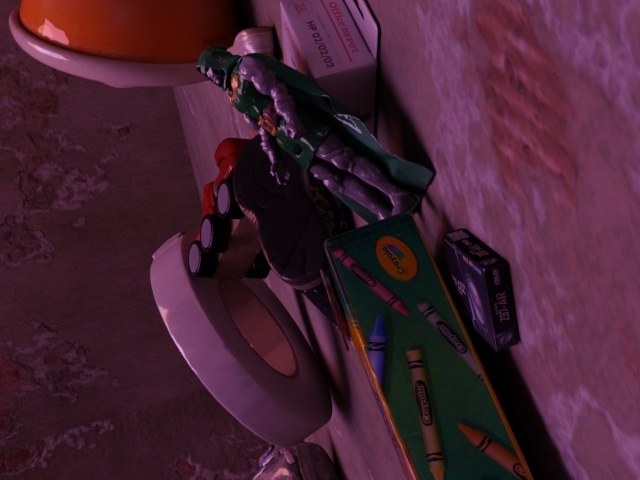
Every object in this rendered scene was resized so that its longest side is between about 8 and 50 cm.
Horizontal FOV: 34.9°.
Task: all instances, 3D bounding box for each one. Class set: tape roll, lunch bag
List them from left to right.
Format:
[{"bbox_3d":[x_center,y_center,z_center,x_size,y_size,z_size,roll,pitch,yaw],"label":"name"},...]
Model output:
[{"bbox_3d":[-0.125,0.155,1.660,0.392,0.072,0.392,49,-168,-14],"label":"tape roll"},{"bbox_3d":[-0.023,0.558,1.917,0.256,0.213,0.305,106,150,-41],"label":"lunch bag"}]

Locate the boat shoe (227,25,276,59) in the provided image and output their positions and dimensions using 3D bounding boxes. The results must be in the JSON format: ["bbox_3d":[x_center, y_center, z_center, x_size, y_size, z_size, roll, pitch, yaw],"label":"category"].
[{"bbox_3d":[-0.095,-0.240,1.387,0.170,0.063,0.059,145,114,-79],"label":"boat shoe"}]

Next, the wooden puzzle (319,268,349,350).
[{"bbox_3d":[0.013,0.059,0.907,0.083,0.006,0.049,72,179,-48],"label":"wooden puzzle"}]

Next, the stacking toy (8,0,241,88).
[{"bbox_3d":[-0.254,-0.485,1.444,0.350,0.351,0.479,-121,36,-56],"label":"stacking toy"}]

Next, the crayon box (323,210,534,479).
[{"bbox_3d":[0.092,0.136,0.825,0.165,0.081,0.278,73,176,-62],"label":"crayon box"}]

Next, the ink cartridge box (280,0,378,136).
[{"bbox_3d":[0.007,-0.158,0.946,0.181,0.062,0.104,89,161,-55],"label":"ink cartridge box"}]

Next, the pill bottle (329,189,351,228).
[{"bbox_3d":[0.005,-0.002,1.196,0.067,0.067,0.120,163,91,-80],"label":"pill bottle"}]

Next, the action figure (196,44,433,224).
[{"bbox_3d":[-0.016,-0.092,0.888,0.232,0.063,0.137,40,152,9],"label":"action figure"}]

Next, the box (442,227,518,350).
[{"bbox_3d":[0.118,0.035,0.758,0.083,0.018,0.067,-127,23,-66],"label":"box"}]

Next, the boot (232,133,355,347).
[{"bbox_3d":[-0.001,0.002,1.048,0.178,0.085,0.236,49,-166,-41],"label":"boot"}]

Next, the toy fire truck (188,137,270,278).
[{"bbox_3d":[-0.115,-0.088,1.548,0.217,0.158,0.246,-59,38,45],"label":"toy fire truck"}]
